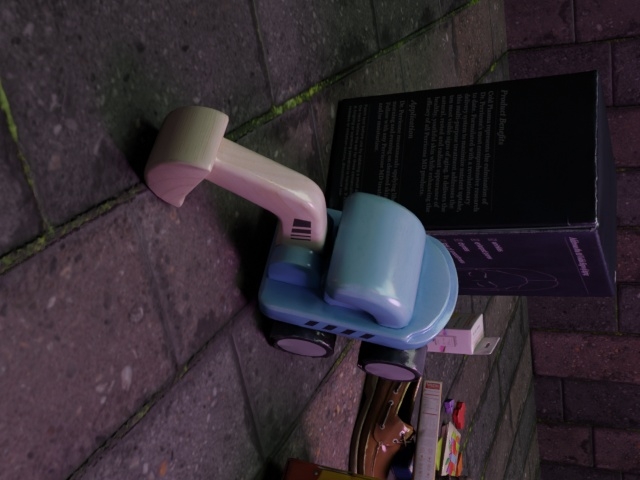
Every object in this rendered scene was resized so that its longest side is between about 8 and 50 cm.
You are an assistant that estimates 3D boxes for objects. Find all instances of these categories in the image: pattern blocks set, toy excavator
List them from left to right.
[{"bbox_3d":[0.000,0.000,0.980,0.445,0.433,0.222,101,3,-64],"label":"toy excavator"},{"bbox_3d":[0.362,0.613,1.976,0.285,0.026,0.325,31,63,-60],"label":"pattern blocks set"}]

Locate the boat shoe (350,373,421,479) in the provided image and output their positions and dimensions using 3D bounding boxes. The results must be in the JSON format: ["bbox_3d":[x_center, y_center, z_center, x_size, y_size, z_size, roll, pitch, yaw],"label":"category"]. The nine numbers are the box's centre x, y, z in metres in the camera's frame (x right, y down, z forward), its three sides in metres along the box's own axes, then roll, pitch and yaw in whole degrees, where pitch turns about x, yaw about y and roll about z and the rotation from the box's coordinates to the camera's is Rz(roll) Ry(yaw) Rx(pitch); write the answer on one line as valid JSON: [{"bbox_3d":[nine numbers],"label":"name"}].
[{"bbox_3d":[0.137,0.384,1.430,0.111,0.104,0.307,43,53,-58],"label":"boat shoe"}]

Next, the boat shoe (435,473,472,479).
[{"bbox_3d":[0.253,0.690,1.648,0.132,0.130,0.355,-59,164,-73],"label":"boat shoe"}]

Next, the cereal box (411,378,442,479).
[{"bbox_3d":[0.224,0.440,1.490,0.173,0.047,0.240,83,16,-53],"label":"cereal box"}]

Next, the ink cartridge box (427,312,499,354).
[{"bbox_3d":[0.326,0.223,1.705,0.115,0.198,0.067,-31,118,-60],"label":"ink cartridge box"}]

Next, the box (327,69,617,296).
[{"bbox_3d":[0.326,-0.075,1.398,0.480,0.472,0.297,35,60,-60],"label":"box"}]

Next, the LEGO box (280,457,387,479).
[{"bbox_3d":[0.075,0.606,0.982,0.193,0.372,0.500,72,30,-53],"label":"LEGO box"}]

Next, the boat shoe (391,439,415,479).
[{"bbox_3d":[0.180,0.470,1.575,0.183,0.066,0.066,77,23,-46],"label":"boat shoe"}]
